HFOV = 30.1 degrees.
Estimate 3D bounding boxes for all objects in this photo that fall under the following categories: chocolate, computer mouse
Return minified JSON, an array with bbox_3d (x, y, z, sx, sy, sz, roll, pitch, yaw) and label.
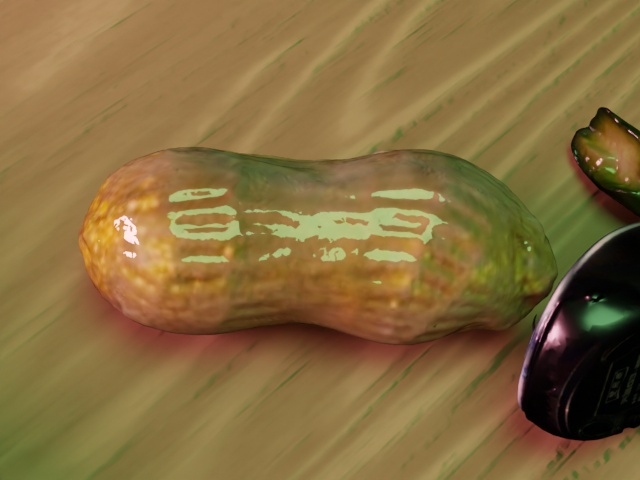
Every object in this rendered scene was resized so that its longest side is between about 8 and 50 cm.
[{"bbox_3d":[0.000,0.000,0.779,0.309,0.134,0.134,4,60,-7],"label":"chocolate"},{"bbox_3d":[0.223,0.048,0.791,0.233,0.137,0.096,-12,37,-25],"label":"computer mouse"}]

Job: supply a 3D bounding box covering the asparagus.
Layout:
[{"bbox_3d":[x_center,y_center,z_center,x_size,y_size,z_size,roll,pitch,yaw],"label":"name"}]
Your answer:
[{"bbox_3d":[0.311,-0.003,0.873,0.287,0.080,0.080,30,60,6],"label":"asparagus"}]
